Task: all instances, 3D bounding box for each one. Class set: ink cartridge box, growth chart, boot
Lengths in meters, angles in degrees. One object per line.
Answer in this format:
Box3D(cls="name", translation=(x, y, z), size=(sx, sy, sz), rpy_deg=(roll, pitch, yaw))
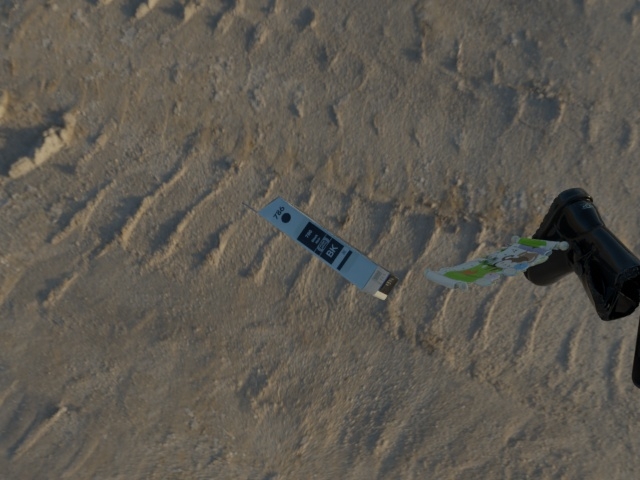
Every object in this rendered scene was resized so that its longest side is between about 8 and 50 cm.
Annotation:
Box3D(cls="ink cartridge box", translation=(0.000, 0.000, 1.218), size=(0.333, 0.165, 0.065), rpy_deg=(34, 93, 24))
Box3D(cls="growth chart", translation=(0.294, 0.037, 0.978), size=(0.237, 0.172, 0.021), rpy_deg=(-18, 99, -20))
Box3D(cls="boot", translation=(0.451, 0.060, 1.016), size=(0.094, 0.246, 0.207), rpy_deg=(-6, 49, -9))

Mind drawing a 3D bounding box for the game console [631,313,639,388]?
Box3D(cls="game console", translation=(0.640, 0.088, 0.942), size=(0.173, 0.250, 0.293), rpy_deg=(13, 55, 21))
